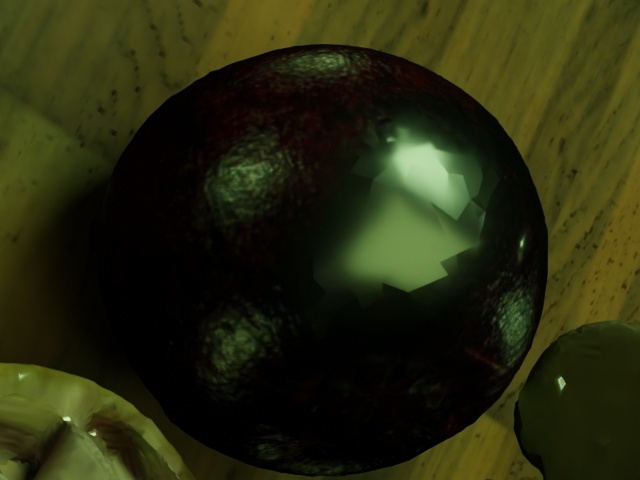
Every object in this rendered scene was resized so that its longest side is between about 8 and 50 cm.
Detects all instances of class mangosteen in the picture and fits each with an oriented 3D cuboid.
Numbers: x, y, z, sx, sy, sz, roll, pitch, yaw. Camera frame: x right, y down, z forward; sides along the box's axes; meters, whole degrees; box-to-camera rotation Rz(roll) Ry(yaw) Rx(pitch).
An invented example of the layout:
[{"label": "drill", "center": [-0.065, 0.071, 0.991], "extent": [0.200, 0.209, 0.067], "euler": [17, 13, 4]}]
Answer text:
[{"label": "mangosteen", "center": [0.000, 0.000, 0.497], "extent": [0.152, 0.152, 0.153], "euler": [-9, 104, -42]}]

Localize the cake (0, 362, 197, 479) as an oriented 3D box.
[{"label": "cake", "center": [-0.096, 0.138, 0.401], "extent": [0.185, 0.178, 0.208], "euler": [40, 73, -40]}]

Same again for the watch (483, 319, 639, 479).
[{"label": "watch", "center": [0.088, 0.185, 0.374], "extent": [0.327, 0.314, 0.335], "euler": [18, 84, -65]}]
